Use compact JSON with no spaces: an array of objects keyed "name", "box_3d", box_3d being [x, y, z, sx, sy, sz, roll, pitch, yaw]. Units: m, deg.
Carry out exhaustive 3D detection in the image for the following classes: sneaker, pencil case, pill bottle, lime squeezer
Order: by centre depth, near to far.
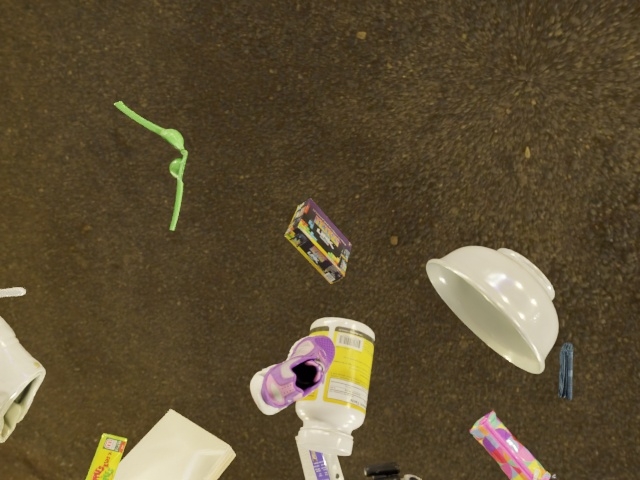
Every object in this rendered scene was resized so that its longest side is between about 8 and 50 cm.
[{"name":"sneaker","box_3d":[-0.528,0.244,0.731,0.292,0.108,0.169,-45,87,3]},{"name":"sneaker","box_3d":[-0.025,0.247,0.999,0.105,0.236,0.095,-30,88,34]},{"name":"lime squeezer","box_3d":[-0.353,-0.184,1.190,0.059,0.110,0.310,-2,112,62]},{"name":"pill bottle","box_3d":[0.037,0.395,1.411,0.188,0.333,0.187,9,152,5]},{"name":"pencil case","box_3d":[0.525,0.590,1.436,0.236,0.105,0.104,47,118,26]}]

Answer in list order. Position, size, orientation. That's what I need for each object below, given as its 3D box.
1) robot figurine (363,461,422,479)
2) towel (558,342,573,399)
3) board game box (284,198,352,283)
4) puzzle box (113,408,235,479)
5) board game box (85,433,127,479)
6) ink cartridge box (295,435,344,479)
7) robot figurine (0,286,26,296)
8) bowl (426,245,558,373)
[{"name":"robot figurine","box_3d":[0.185,0.769,1.483,0.279,0.173,0.208,-13,89,7]},{"name":"towel","box_3d":[0.571,0.303,1.209,0.029,0.067,0.119,1,96,28]},{"name":"board game box","box_3d":[0.000,0.000,1.269,0.048,0.141,0.170,-32,112,30]},{"name":"puzzle box","box_3d":[-0.450,0.657,1.353,0.272,0.409,0.052,13,136,39]},{"name":"board game box","box_3d":[-0.398,0.422,0.944,0.043,0.092,0.181,20,141,-14]},{"name":"ink cartridge box","box_3d":[-0.001,0.653,1.495,0.206,0.045,0.208,129,131,-56]},{"name":"robot figurine","box_3d":[-0.439,0.100,0.420,0.354,0.200,0.299,-35,133,-7]},{"name":"bowl","box_3d":[0.363,0.110,1.036,0.134,0.298,0.298,-42,88,-6]}]
